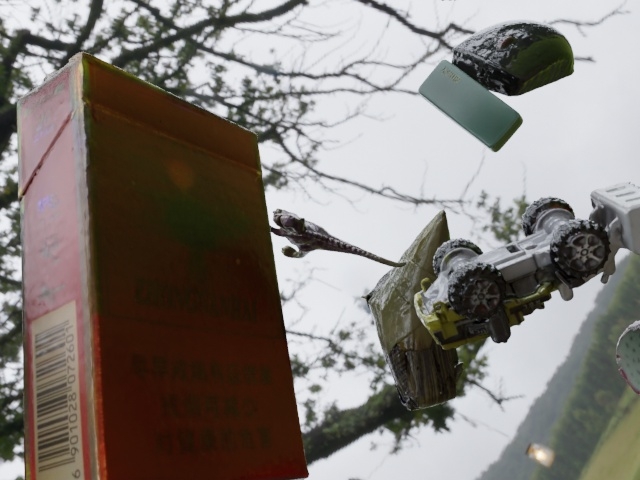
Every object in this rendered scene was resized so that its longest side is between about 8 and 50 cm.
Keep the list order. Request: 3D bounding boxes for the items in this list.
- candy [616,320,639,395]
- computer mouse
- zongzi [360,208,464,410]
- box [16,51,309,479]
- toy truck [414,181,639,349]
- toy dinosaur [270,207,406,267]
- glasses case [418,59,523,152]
[{"bbox_3d":[0.405,0.144,0.848,0.043,0.103,0.103,-8,-56,-25],"label":"candy"},{"bbox_3d":[0.393,-0.373,1.378,0.269,0.170,0.100,-28,-44,-37],"label":"computer mouse"},{"bbox_3d":[0.209,0.141,1.333,0.154,0.289,0.317,-7,-32,-18],"label":"zongzi"},{"bbox_3d":[-0.122,0.038,0.545,0.197,0.089,0.313,17,-123,-51],"label":"box"},{"bbox_3d":[0.242,0.029,0.794,0.136,0.286,0.111,-94,-21,-74],"label":"toy truck"},{"bbox_3d":[-0.003,0.004,1.287,0.251,0.200,0.072,34,-105,-29],"label":"toy dinosaur"},{"bbox_3d":[0.261,-0.236,1.234,0.077,0.184,0.039,-50,-26,10],"label":"glasses case"}]
